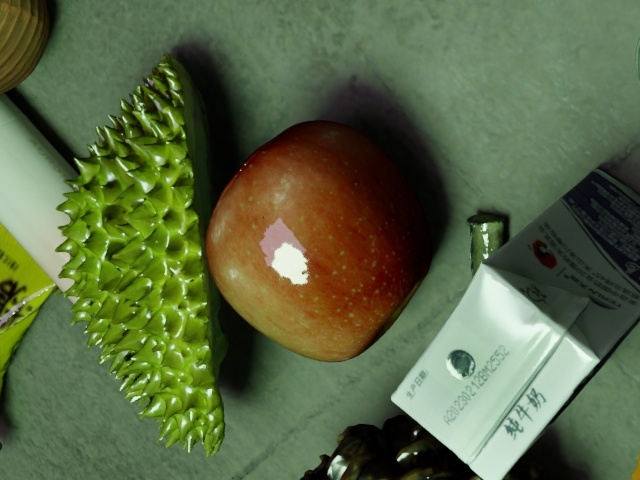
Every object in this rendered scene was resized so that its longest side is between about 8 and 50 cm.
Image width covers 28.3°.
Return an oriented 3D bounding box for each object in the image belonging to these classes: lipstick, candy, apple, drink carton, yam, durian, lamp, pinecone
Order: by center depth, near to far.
[{"bbox_3d":[0.159,0.054,0.888,0.102,0.222,0.134,42,126,13],"label":"drink carton"},{"bbox_3d":[0.000,0.000,1.000,0.168,0.181,0.181,42,126,8],"label":"apple"},{"bbox_3d":[0.079,0.253,1.023,0.243,0.243,0.257,-51,57,36],"label":"pinecone"},{"bbox_3d":[0.133,0.043,1.024,0.033,0.027,0.129,-5,108,-7],"label":"yam"},{"bbox_3d":[-0.122,0.030,1.096,0.157,0.169,0.355,10,113,34],"label":"durian"},{"bbox_3d":[-0.315,-0.198,1.157,0.136,0.136,0.136,13,115,29],"label":"lamp"},{"bbox_3d":[-0.286,-0.058,1.223,0.327,0.087,0.087,47,127,9],"label":"lipstick"},{"bbox_3d":[-0.365,0.083,1.340,0.187,0.081,0.297,37,113,15],"label":"candy"}]

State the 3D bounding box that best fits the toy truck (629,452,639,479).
[{"bbox_3d":[0.347,0.289,0.806,0.387,0.173,0.207,51,127,38],"label":"toy truck"}]

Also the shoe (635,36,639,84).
[{"bbox_3d":[0.279,-0.048,0.833,0.227,0.125,0.099,48,130,6],"label":"shoe"}]
